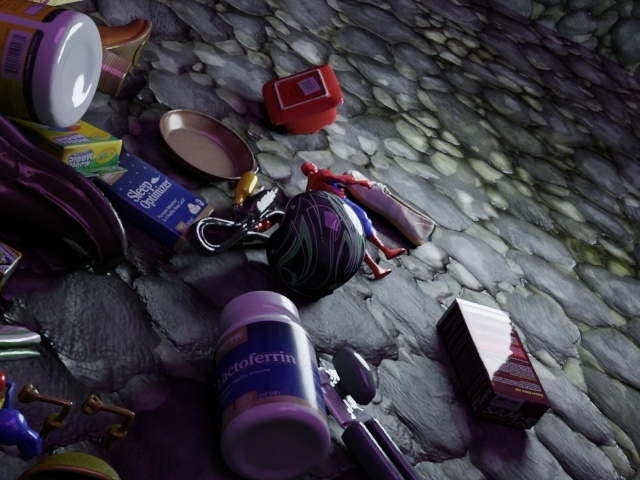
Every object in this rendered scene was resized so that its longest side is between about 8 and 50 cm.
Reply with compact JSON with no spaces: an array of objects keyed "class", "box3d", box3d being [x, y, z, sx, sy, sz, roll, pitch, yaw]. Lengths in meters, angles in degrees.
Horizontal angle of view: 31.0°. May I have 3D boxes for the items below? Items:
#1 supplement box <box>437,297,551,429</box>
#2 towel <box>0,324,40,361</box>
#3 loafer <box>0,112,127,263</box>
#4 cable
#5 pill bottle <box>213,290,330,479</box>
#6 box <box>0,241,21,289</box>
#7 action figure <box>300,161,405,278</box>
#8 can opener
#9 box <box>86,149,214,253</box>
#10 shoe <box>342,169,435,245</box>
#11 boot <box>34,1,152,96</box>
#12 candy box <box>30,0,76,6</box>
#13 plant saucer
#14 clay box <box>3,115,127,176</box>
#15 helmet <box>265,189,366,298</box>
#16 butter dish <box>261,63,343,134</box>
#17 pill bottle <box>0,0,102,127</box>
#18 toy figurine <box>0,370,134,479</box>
[{"class":"supplement box","box3d":[0.311,0.222,2.094,0.130,0.073,0.239,16,34,-26]},{"class":"towel","box3d":[-0.509,0.099,1.284,0.325,0.038,0.248,7,-1,13]},{"class":"loafer","box3d":[-0.456,-0.073,1.758,0.366,0.134,0.130,37,67,3]},{"class":"cable","box3d":[-0.144,-0.022,2.029,0.287,0.072,0.139,-44,112,-50]},{"class":"pill bottle","box3d":[-0.077,0.204,1.668,0.153,0.153,0.264,19,32,-24]},{"class":"box","box3d":[-0.513,0.008,1.624,0.169,0.054,0.059,32,31,-5]},{"class":"action figure","box3d":[0.073,-0.059,2.250,0.139,0.091,0.280,-18,59,-46]},{"class":"can opener","box3d":[0.076,0.291,1.763,0.074,0.093,0.280,-3,51,-47]},{"class":"box","box3d":[-0.303,-0.078,1.968,0.225,0.036,0.136,32,31,-1]},{"class":"shoe","box3d":[0.139,-0.078,2.358,0.219,0.058,0.076,40,19,7]},{"class":"boot","box3d":[-0.455,-0.390,2.219,0.220,0.109,0.283,25,38,-7]},{"class":"candy box","box3d":[-0.611,-0.539,2.273,0.183,0.087,0.316,40,31,10]},{"class":"plant saucer","box3d":[-0.220,-0.172,2.179,0.199,0.036,0.198,25,31,-16]},{"class":"clay box","box3d":[-0.427,-0.164,1.882,0.222,0.053,0.127,25,23,30]},{"class":"helmet","box3d":[0.000,0.000,2.021,0.169,0.161,0.169,24,31,-16]},{"class":"butter dish","box3d":[-0.029,-0.277,2.446,0.160,0.118,0.160,-18,42,1]},{"class":"pill bottle","box3d":[-0.536,-0.304,1.844,0.334,0.187,0.188,15,28,12]},{"class":"toy figurine","box3d":[-0.390,0.193,1.344,0.363,0.191,0.217,9,19,-9]}]
